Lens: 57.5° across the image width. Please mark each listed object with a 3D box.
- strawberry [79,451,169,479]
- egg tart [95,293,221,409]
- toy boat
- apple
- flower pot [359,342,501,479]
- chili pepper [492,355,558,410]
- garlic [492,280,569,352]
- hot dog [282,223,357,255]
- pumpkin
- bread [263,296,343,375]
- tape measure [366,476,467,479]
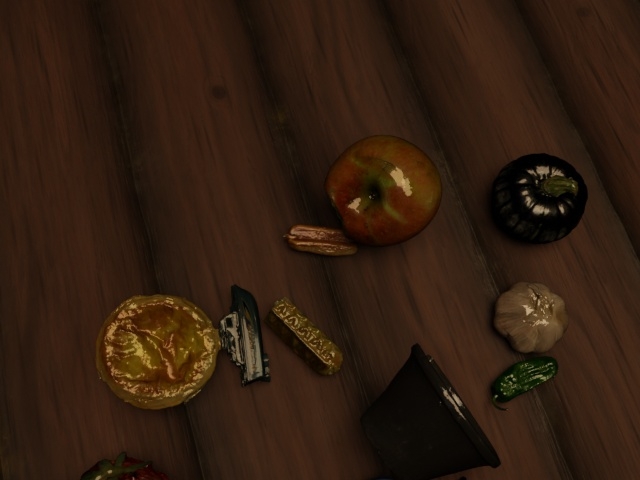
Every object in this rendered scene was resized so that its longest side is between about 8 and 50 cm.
[{"bbox_3d":[-0.463,0.703,1.426,0.292,0.292,0.310,-37,104,-15],"label":"strawberry"},{"bbox_3d":[-0.451,0.307,1.628,0.341,0.132,0.341,1,71,-3],"label":"egg tart"},{"bbox_3d":[-0.226,0.267,1.670,0.122,0.114,0.296,-8,72,-16],"label":"toy boat"},{"bbox_3d":[0.189,-0.146,1.738,0.340,0.339,0.339,2,71,-5],"label":"apple"},{"bbox_3d":[0.272,0.493,1.543,0.251,0.379,0.379,-35,77,3],"label":"flower pot"},{"bbox_3d":[0.598,0.408,1.716,0.257,0.074,0.100,-23,74,-13],"label":"chili pepper"},{"bbox_3d":[0.634,0.224,1.743,0.228,0.152,0.228,2,77,-8],"label":"garlic"},{"bbox_3d":[0.000,0.000,1.810,0.236,0.062,0.092,9,71,-5],"label":"hot dog"},{"bbox_3d":[0.684,-0.142,1.809,0.296,0.296,0.296,2,71,-5],"label":"pumpkin"},{"bbox_3d":[-0.045,0.284,1.695,0.269,0.087,0.098,43,72,10],"label":"bread"},{"bbox_3d":[0.224,0.705,1.573,0.351,0.098,0.215,-41,80,-19],"label":"tape measure"}]
